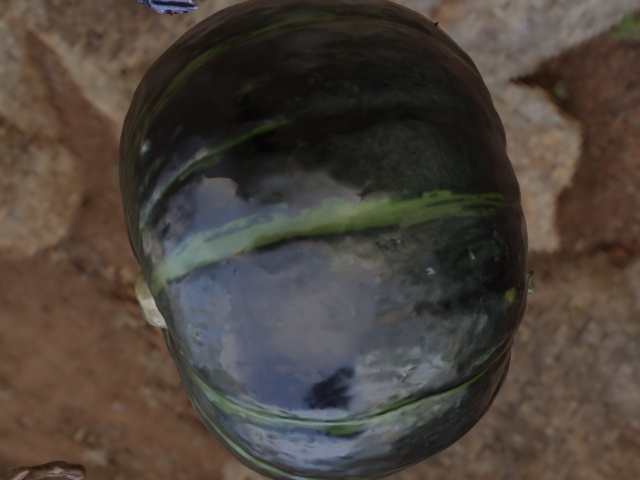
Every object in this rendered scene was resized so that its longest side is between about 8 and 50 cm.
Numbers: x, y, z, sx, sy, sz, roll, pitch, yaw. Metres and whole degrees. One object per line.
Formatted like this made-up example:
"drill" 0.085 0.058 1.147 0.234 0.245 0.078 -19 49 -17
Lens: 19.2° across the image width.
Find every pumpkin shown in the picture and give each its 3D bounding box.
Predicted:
"pumpkin" 0.000 0.000 1.194 0.323 0.241 0.323 168 90 -79

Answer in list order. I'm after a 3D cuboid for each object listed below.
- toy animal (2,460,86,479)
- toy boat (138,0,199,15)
"toy animal" -0.242 0.278 1.318 0.066 0.229 0.224 40 147 53
"toy boat" -0.085 -0.145 1.001 0.083 0.038 0.038 56 178 39
